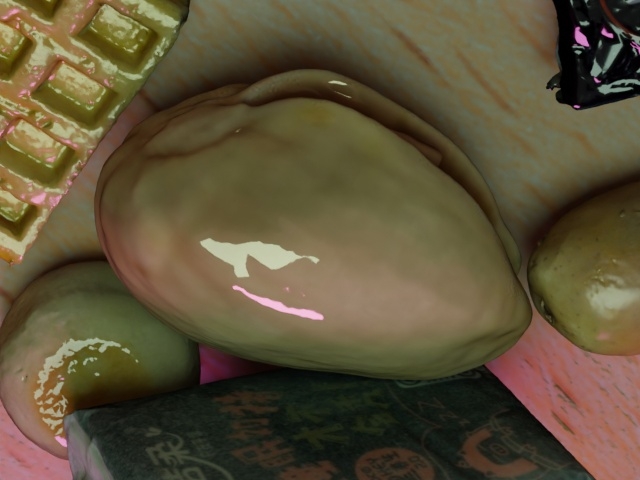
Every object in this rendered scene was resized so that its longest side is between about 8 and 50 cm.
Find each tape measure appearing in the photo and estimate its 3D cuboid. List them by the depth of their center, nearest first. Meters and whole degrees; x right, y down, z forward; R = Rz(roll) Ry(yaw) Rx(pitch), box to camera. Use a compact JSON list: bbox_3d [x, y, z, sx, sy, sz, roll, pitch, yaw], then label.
[{"bbox_3d":[0.235,-0.193,1.336,0.181,0.107,0.182,-7,116,5],"label":"tape measure"}]

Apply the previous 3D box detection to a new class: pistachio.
[{"bbox_3d":[0.000,0.000,1.370,0.318,0.193,0.214,23,116,-15],"label":"pistachio"}]

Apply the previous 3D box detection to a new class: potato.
[{"bbox_3d":[0.239,0.018,1.436,0.178,0.118,0.109,-20,157,-8],"label":"potato"}]

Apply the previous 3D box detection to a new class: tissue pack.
[{"bbox_3d":[0.004,0.171,1.381,0.315,0.228,0.103,-10,118,-21],"label":"tissue pack"}]

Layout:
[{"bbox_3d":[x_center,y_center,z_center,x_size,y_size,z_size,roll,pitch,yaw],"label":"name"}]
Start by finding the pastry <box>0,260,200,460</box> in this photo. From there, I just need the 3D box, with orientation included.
[{"bbox_3d":[-0.165,0.092,1.465,0.156,0.092,0.156,-4,112,-9],"label":"pastry"}]

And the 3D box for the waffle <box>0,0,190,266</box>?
[{"bbox_3d":[-0.245,-0.127,1.375,0.221,0.055,0.248,32,111,-16],"label":"waffle"}]
